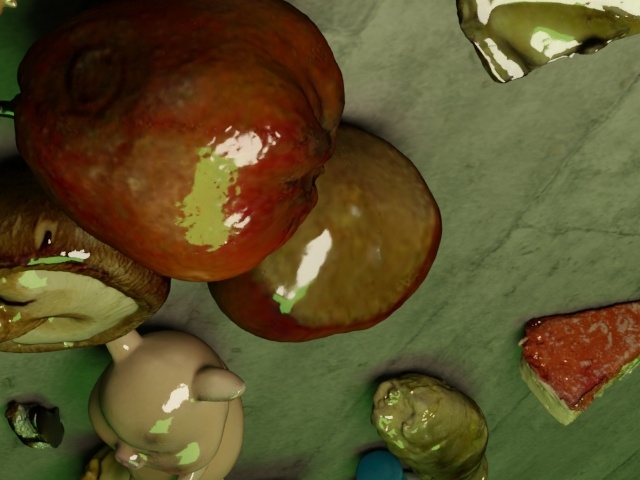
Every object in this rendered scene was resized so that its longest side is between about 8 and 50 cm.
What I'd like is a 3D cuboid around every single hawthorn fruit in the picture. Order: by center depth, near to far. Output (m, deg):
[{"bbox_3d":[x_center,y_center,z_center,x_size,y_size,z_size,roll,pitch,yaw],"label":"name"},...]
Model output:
[{"bbox_3d":[-0.118,-0.087,1.057,0.261,0.224,0.224,12,146,-1],"label":"hawthorn fruit"}]

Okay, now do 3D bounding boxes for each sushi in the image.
[{"bbox_3d":[-0.316,0.198,1.594,0.046,0.044,0.083,3,150,16],"label":"sushi"}]

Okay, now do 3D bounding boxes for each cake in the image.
[{"bbox_3d":[0.317,0.108,1.670,0.220,0.117,0.086,-38,159,-23],"label":"cake"}]

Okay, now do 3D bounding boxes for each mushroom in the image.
[{"bbox_3d":[-0.232,0.015,1.249,0.194,0.138,0.231,-10,162,-31],"label":"mushroom"}]

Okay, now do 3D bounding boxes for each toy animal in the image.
[{"bbox_3d":[-0.151,0.178,1.500,0.166,0.154,0.250,10,153,6],"label":"toy animal"}]

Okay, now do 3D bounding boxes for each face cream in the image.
[{"bbox_3d":[0.107,0.372,1.971,0.163,0.080,0.336,-15,149,4],"label":"face cream"}]

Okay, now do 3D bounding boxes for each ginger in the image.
[{"bbox_3d":[0.142,0.234,1.741,0.116,0.109,0.263,-41,148,-6],"label":"ginger"}]

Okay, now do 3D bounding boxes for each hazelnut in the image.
[{"bbox_3d":[-0.004,-0.009,1.253,0.210,0.210,0.186,-13,125,0],"label":"hazelnut"}]

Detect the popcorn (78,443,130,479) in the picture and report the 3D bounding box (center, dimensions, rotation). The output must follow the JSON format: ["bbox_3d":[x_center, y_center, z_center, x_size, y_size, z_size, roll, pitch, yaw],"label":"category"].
[{"bbox_3d":[-0.215,0.312,1.715,0.163,0.140,0.194,-4,139,2],"label":"popcorn"}]

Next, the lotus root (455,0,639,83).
[{"bbox_3d":[0.239,-0.235,1.022,0.314,0.142,0.210,-7,111,-1],"label":"lotus root"}]

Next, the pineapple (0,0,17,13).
[{"bbox_3d":[-0.291,-0.151,0.950,0.169,0.169,0.340,4,153,-25],"label":"pineapple"}]
